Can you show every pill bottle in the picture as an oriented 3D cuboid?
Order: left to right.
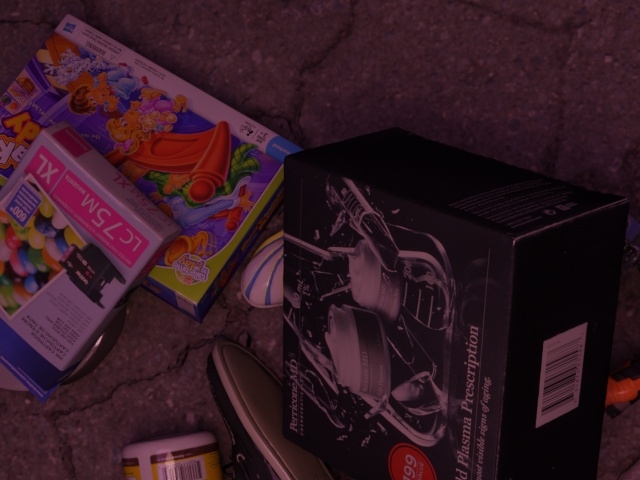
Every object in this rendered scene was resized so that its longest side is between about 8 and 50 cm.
[{"bbox_3d":[-0.166,0.340,1.488,0.117,0.117,0.215,-10,85,8],"label":"pill bottle"}]

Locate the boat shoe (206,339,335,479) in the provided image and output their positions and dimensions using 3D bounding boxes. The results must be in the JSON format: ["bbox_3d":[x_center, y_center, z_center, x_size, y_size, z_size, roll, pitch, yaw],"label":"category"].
[{"bbox_3d":[-0.056,0.278,1.471,0.113,0.127,0.340,-44,72,21],"label":"boat shoe"}]

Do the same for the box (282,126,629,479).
[{"bbox_3d":[0.124,0.092,1.295,0.312,0.179,0.343,23,120,44],"label":"box"}]

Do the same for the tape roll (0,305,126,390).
[{"bbox_3d":[-0.357,0.077,1.557,0.219,0.072,0.219,0,87,8],"label":"tape roll"}]

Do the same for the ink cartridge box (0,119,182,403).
[{"bbox_3d":[-0.317,0.039,1.432,0.186,0.065,0.311,42,117,4],"label":"ink cartridge box"}]

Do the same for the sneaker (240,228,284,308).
[{"bbox_3d":[0.000,0.000,1.479,0.240,0.126,0.091,-34,82,5],"label":"sneaker"}]

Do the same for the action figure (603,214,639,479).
[{"bbox_3d":[0.381,0.105,1.396,0.330,0.178,0.341,-45,106,-1],"label":"action figure"}]

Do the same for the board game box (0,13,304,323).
[{"bbox_3d":[-0.227,-0.090,1.508,0.347,0.078,0.233,30,71,9],"label":"board game box"}]
